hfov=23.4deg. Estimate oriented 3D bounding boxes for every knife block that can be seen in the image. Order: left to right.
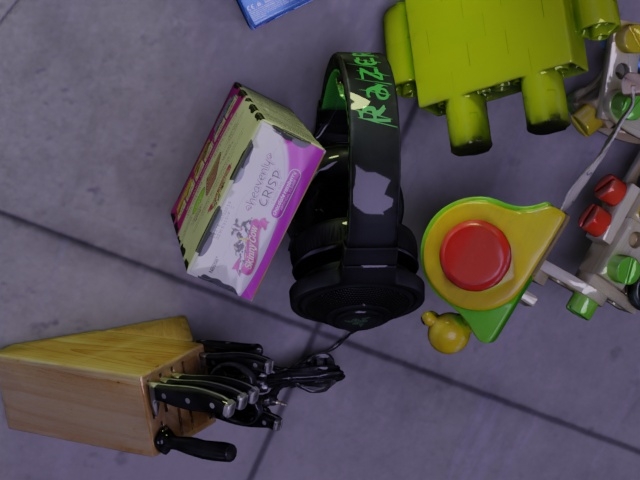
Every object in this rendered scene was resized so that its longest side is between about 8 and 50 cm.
[{"bbox_3d":[-0.182,0.158,1.527,0.276,0.242,0.088,-9,105,-7],"label":"knife block"}]

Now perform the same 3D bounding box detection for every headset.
[{"bbox_3d":[0.000,0.000,1.530,0.185,0.243,0.394,-1,128,-7],"label":"headset"}]

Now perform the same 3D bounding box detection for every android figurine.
[{"bbox_3d":[0.168,-0.225,1.512,0.248,0.056,0.272,-17,71,30],"label":"android figurine"}]

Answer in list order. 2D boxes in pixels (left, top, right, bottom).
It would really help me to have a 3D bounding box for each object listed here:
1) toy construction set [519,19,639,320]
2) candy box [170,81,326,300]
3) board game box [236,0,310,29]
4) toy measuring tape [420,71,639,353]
[{"bbox_3d":[0.290,-0.047,1.596,0.215,0.151,0.327,33,100,-22],"label":"toy construction set"},{"bbox_3d":[-0.075,-0.053,1.493,0.071,0.233,0.159,24,100,-14],"label":"candy box"},{"bbox_3d":[-0.044,-0.337,1.522,0.160,0.047,0.210,-25,107,-1],"label":"board game box"},{"bbox_3d":[0.188,-0.040,1.509,0.121,0.121,0.330,29,95,-15],"label":"toy measuring tape"}]
